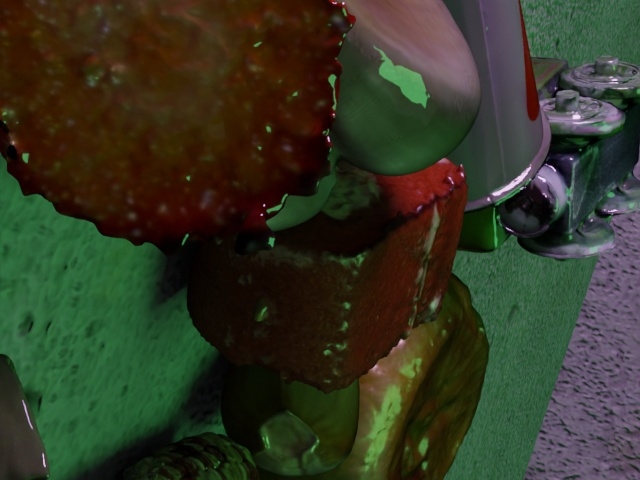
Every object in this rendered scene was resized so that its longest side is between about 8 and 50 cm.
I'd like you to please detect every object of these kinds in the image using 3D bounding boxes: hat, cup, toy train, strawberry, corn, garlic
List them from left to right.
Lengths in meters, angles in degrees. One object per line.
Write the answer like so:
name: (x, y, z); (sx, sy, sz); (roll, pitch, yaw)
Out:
hat: (-0.249, 0.161, 1.150); (0.173, 0.144, 0.166); (-18, 162, -16)
corn: (-0.138, 0.222, 1.480); (0.290, 0.098, 0.098); (-16, 123, -65)
strawberry: (-0.088, -0.110, 1.134); (0.178, 0.234, 0.234); (-89, -166, -79)
garlic: (-0.029, 0.126, 1.670); (0.128, 0.115, 0.206); (48, 37, -43)
garlic: (-0.022, -0.126, 1.381); (0.231, 0.246, 0.340); (-40, 179, 15)
cup: (0.102, -0.190, 1.656); (0.203, 0.203, 0.288); (-59, 152, -35)
toy train: (0.212, -0.094, 1.948); (0.307, 0.249, 0.173); (-40, 133, -57)

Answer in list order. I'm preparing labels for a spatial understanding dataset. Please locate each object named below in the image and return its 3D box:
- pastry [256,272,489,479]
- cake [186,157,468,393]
pastry: (0.043, 0.178, 1.884); (0.356, 0.164, 0.356); (-51, 156, -34)
cake: (0.000, 0.000, 1.536); (0.283, 0.177, 0.151); (-36, 142, -53)
